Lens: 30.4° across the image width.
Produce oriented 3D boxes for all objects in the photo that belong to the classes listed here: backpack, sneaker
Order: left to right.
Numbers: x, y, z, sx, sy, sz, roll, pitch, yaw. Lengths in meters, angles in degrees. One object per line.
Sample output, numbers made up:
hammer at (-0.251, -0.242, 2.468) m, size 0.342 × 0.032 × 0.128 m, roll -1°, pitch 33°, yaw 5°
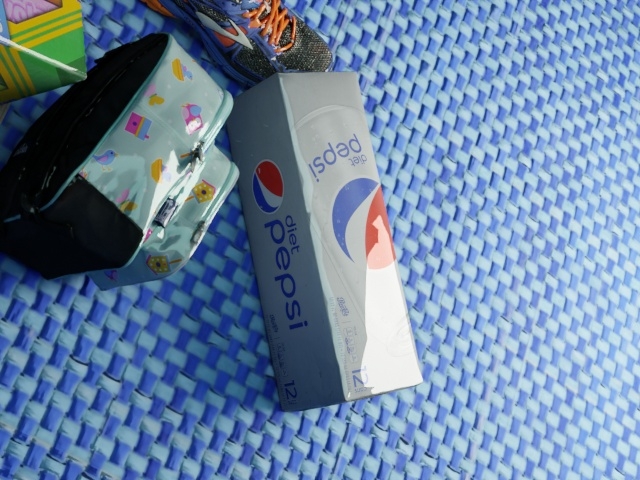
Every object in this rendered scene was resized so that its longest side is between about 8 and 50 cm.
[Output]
backpack at (-0.148, -0.059, 0.898) m, size 0.144 × 0.166 × 0.188 m, roll 35°, pitch 63°, yaw -26°
sneaker at (-0.073, -0.206, 1.040) m, size 0.221 × 0.087 × 0.083 m, roll 31°, pitch 63°, yaw -26°

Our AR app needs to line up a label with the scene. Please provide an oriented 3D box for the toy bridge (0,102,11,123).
toy bridge at (-0.266, -0.070, 0.878) m, size 0.026 × 0.063 × 0.188 m, roll 37°, pitch 59°, yaw -23°

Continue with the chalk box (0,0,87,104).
chalk box at (-0.305, -0.195, 0.736) m, size 0.289 × 0.180 × 0.179 m, roll 14°, pitch 67°, yaw -65°

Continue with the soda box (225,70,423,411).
soda box at (0.000, 0.000, 1.034) m, size 0.091 × 0.098 × 0.286 m, roll -7°, pitch 82°, yaw -37°
